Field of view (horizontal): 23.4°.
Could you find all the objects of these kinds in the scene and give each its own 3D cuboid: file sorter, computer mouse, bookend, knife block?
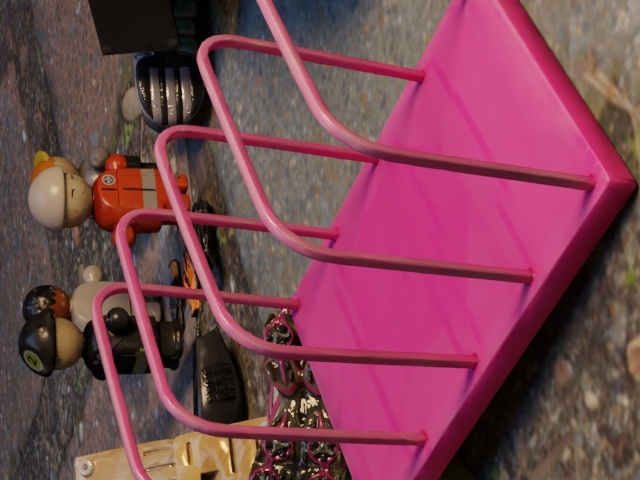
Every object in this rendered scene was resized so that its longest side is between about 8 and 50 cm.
[{"bbox_3d":[0.000,0.000,0.895,0.291,0.182,0.202,-62,35,34],"label":"file sorter"},{"bbox_3d":[-0.092,0.073,1.354,0.071,0.041,0.242,106,162,-64],"label":"computer mouse"},{"bbox_3d":[-0.159,-0.270,1.354,0.156,0.072,0.157,-79,-18,-54],"label":"bookend"},{"bbox_3d":[-0.086,0.225,1.292,0.275,0.242,0.088,-15,71,20],"label":"knife block"}]

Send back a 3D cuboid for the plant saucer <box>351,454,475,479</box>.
[{"bbox_3d":[0.051,0.246,0.998,0.241,0.037,0.241,-179,90,-68],"label":"plant saucer"}]

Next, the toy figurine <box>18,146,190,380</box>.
[{"bbox_3d":[-0.214,0.018,1.460,0.209,0.148,0.213,-141,54,-71],"label":"toy figurine"}]

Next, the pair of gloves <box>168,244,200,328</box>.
[{"bbox_3d":[-0.131,0.046,1.469,0.083,0.010,0.074,133,133,-59],"label":"pair of gloves"}]

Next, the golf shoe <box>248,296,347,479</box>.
[{"bbox_3d":[-0.009,0.136,1.114,0.086,0.067,0.186,46,-131,-76],"label":"golf shoe"}]

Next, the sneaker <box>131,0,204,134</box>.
[{"bbox_3d":[-0.154,-0.206,1.449,0.098,0.083,0.224,132,138,-73],"label":"sneaker"}]
